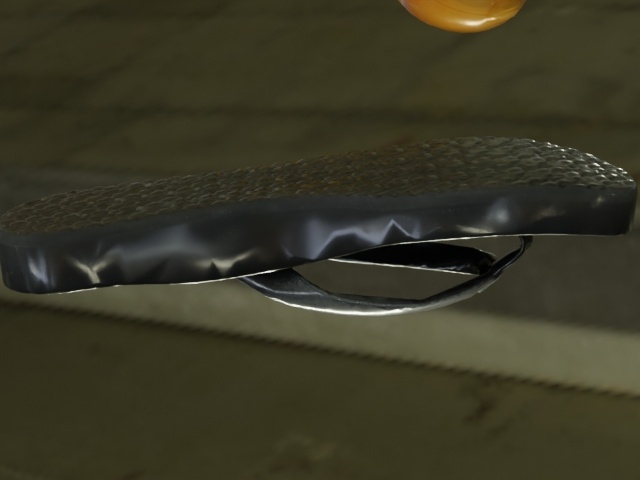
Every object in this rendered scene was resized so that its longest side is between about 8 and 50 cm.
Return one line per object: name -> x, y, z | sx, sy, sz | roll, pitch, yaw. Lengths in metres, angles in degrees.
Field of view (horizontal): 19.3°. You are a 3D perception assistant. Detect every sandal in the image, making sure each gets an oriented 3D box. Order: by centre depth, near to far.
sandal -> 0.000, 0.000, 0.756 | 0.254, 0.054, 0.097 | -6, -165, 10

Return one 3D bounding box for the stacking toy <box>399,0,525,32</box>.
stacking toy -> -0.033, -0.171, 0.719 | 0.175, 0.165, 0.302 | -24, -127, -37
